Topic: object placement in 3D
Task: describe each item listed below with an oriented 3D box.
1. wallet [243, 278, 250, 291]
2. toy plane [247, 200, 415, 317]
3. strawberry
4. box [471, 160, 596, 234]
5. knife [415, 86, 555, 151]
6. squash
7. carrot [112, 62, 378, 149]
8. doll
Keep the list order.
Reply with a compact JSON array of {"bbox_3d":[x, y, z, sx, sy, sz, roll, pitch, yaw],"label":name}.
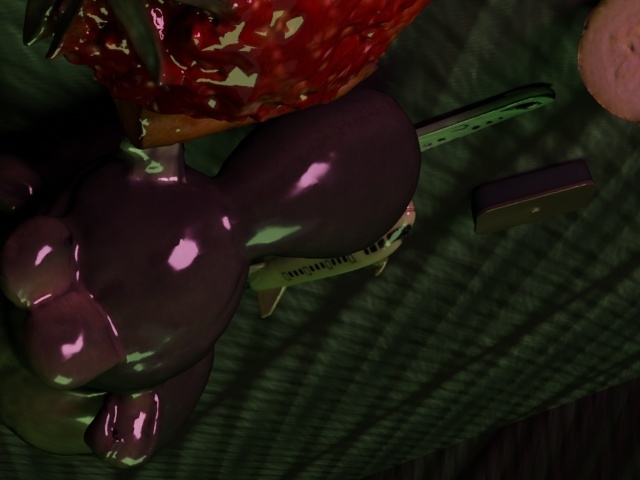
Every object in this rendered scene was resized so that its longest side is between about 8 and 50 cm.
[{"bbox_3d":[-0.105,0.044,1.597,0.088,0.026,0.129,-2,160,-36],"label":"wallet"},{"bbox_3d":[0.000,0.000,1.427,0.229,0.092,0.244,2,156,-40],"label":"toy plane"},{"bbox_3d":[-0.010,-0.135,0.889,0.233,0.138,0.306,-28,158,34],"label":"strawberry"},{"bbox_3d":[0.215,-0.044,1.577,0.126,0.031,0.091,-15,164,1],"label":"box"},{"bbox_3d":[0.064,-0.079,1.346,0.293,0.020,0.043,-20,161,15],"label":"knife"},{"bbox_3d":[0.285,-0.138,1.188,0.123,0.123,0.186,-24,166,30],"label":"squash"},{"bbox_3d":[-0.045,-0.107,1.068,0.205,0.072,0.072,-9,163,-29],"label":"carrot"},{"bbox_3d":[-0.112,0.048,1.229,0.378,0.252,0.382,-9,169,-18],"label":"doll"}]
